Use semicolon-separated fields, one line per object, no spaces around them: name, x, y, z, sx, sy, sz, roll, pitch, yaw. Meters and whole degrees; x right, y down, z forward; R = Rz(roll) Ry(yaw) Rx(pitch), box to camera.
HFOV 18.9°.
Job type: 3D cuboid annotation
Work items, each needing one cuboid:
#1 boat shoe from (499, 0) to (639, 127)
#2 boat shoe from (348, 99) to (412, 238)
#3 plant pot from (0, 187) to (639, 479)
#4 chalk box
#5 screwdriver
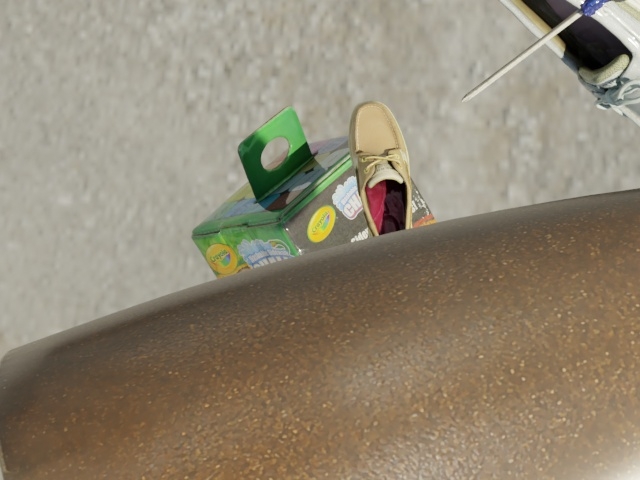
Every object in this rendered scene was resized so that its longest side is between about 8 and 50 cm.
boat shoe;0.256;-0.202;1.850;0.320;0.103;0.118;47;151;-22
boat shoe;0.053;-0.051;1.571;0.050;0.135;0.045;-12;176;-4
plant pot;0.049;0.081;0.618;0.230;0.215;0.215;-27;133;4
chalk box;0.000;0.000;2.052;0.179;0.180;0.289;-9;116;54
screwdriver;0.155;-0.133;1.201;0.170;0.025;0.024;-41;151;21
